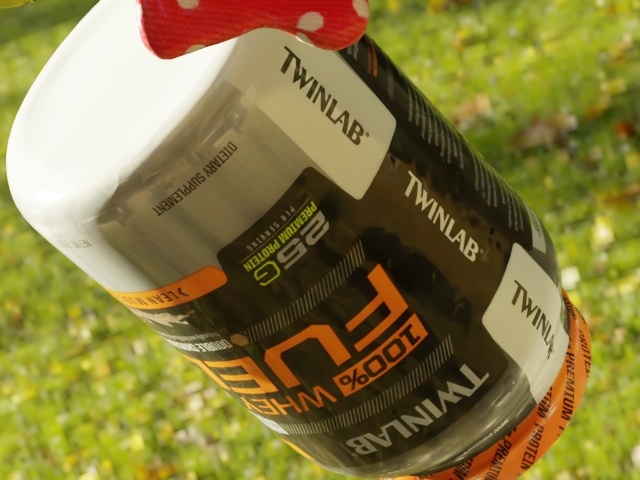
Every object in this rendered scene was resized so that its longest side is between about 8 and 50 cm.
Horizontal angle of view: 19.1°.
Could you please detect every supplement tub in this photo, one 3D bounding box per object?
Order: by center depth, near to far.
[{"bbox_3d":[0.000,0.000,1.104,0.207,0.338,0.207,-31,35,25],"label":"supplement tub"}]

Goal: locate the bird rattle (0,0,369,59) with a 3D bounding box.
[{"bbox_3d":[-0.032,-0.151,0.720,0.253,0.143,0.207,14,18,43],"label":"bird rattle"}]
